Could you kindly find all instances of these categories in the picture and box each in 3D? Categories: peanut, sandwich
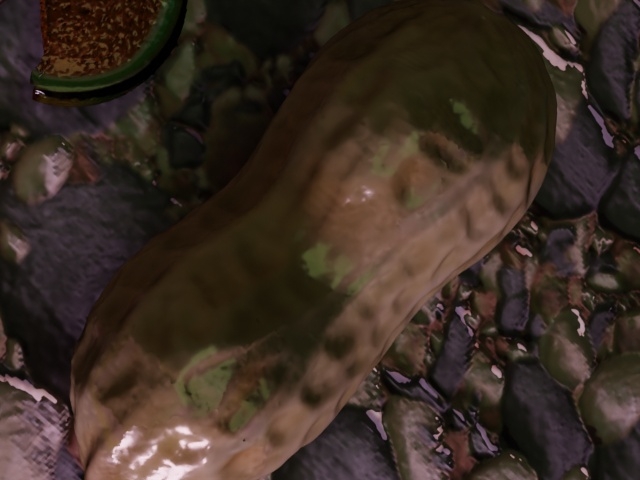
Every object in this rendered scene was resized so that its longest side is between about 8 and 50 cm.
[{"bbox_3d":[0.000,0.000,0.845,0.120,0.136,0.298,36,67,14],"label":"peanut"},{"bbox_3d":[-0.096,-0.106,0.866,0.069,0.026,0.101,10,78,-24],"label":"sandwich"}]

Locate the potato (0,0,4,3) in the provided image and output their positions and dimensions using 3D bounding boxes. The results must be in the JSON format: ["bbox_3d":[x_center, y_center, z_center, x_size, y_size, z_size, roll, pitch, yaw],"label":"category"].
[{"bbox_3d":[-0.179,-0.173,0.753,0.182,0.202,0.117,-35,72,1],"label":"potato"}]
